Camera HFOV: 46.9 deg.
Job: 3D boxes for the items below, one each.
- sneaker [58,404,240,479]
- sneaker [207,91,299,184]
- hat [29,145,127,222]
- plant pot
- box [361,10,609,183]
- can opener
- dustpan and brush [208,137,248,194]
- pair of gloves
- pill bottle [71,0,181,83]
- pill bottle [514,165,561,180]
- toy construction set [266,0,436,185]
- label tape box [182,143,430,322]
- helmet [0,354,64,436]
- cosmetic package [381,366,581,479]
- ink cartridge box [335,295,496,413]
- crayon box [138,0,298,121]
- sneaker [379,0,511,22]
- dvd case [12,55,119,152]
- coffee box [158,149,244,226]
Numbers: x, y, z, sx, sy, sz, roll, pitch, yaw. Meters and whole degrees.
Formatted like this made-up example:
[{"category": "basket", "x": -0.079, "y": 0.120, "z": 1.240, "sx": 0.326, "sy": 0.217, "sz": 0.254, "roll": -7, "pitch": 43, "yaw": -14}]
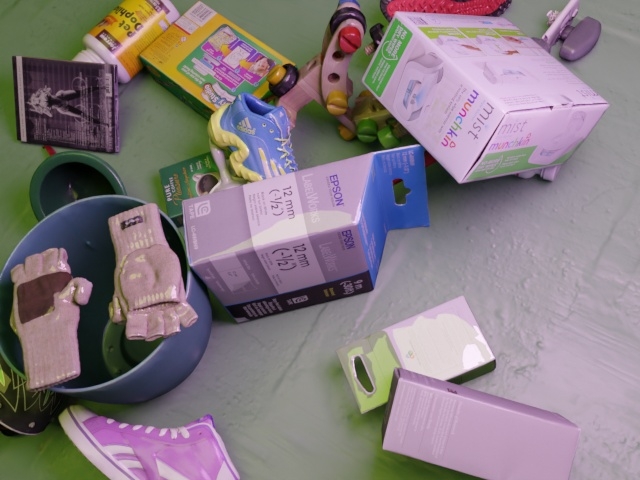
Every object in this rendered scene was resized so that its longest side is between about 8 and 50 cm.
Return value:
[{"category": "sneaker", "x": -0.245, "y": 0.303, "z": 1.102, "sx": 0.282, "sy": 0.102, "sz": 0.161, "roll": 35, "pitch": 72, "yaw": 13}, {"category": "sneaker", "x": -0.080, "y": -0.138, "z": 1.194, "sx": 0.240, "sy": 0.126, "sz": 0.091, "roll": 46, "pitch": 42, "yaw": 1}, {"category": "hat", "x": -0.425, "y": -0.101, "z": 1.370, "sx": 0.173, "sy": 0.183, "sz": 0.208, "roll": -23, "pitch": 104, "yaw": 7}, {"category": "plant pot", "x": -0.298, "y": 0.115, "z": 1.119, "sx": 0.293, "sy": 0.235, "sz": 0.292, "roll": -5, "pitch": 63, "yaw": 9}, {"category": "box", "x": 0.238, "y": -0.213, "z": 1.056, "sx": 0.262, "sy": 0.126, "sz": 0.231, "roll": -13, "pitch": 54, "yaw": -41}, {"category": "can opener", "x": 0.381, "y": -0.307, "z": 1.273, "sx": 0.093, "sy": 0.074, "sz": 0.280, "roll": 37, "pitch": 77, "yaw": 24}, {"category": "dustpan and brush", "x": -0.148, "y": -0.075, "z": 1.247, "sx": 0.147, "sy": 0.060, "sz": 0.211, "roll": -19, "pitch": 105, "yaw": -5}, {"category": "pair of gloves", "x": -0.298, "y": 0.075, "z": 0.984, "sx": 0.240, "sy": 0.042, "sz": 0.204, "roll": -26, "pitch": 59, "yaw": -4}, {"category": "pill bottle", "x": -0.380, "y": -0.391, "z": 1.446, "sx": 0.117, "sy": 0.117, "sz": 0.215, "roll": 37, "pitch": 77, "yaw": 24}, {"category": "pill bottle", "x": 0.314, "y": -0.153, "z": 1.206, "sx": 0.160, "sy": 0.087, "sz": 0.087, "roll": 21, "pitch": 71, "yaw": 20}, {"category": "toy construction set", "x": 0.044, "y": -0.212, "z": 1.239, "sx": 0.237, "sy": 0.257, "sz": 0.308, "roll": -30, "pitch": 62, "yaw": 23}, {"category": "label tape box", "x": 0.000, "y": 0.000, "z": 1.103, "sx": 0.348, "sy": 0.249, "sz": 0.115, "roll": -12, "pitch": 64, "yaw": 4}, {"category": "helmet", "x": -0.480, "y": 0.225, "z": 1.146, "sx": 0.162, "sy": 0.169, "sz": 0.169, "roll": -20, "pitch": 61, "yaw": 21}, {"category": "cosmetic package", "x": 0.204, "y": 0.251, "z": 0.976, "sx": 0.238, "sy": 0.127, "sz": 0.107, "roll": 13, "pitch": 87, "yaw": 3}, {"category": "ink cartridge box", "x": 0.141, "y": 0.176, "z": 1.096, "sx": 0.209, "sy": 0.062, "sz": 0.109, "roll": -23, "pitch": 63, "yaw": 1}, {"category": "crayon box", "x": -0.187, "y": -0.316, "z": 1.391, "sx": 0.278, "sy": 0.081, "sz": 0.165, "roll": 39, "pitch": 78, "yaw": 25}, {"category": "sneaker", "x": 0.215, "y": -0.447, "z": 1.352, "sx": 0.262, "sy": 0.104, "sz": 0.125, "roll": -12, "pitch": 47, "yaw": -21}, {"category": "dvd case", "x": -0.484, "y": -0.260, "z": 1.405, "sx": 0.221, "sy": 0.018, "sz": 0.164, "roll": 8, "pitch": 108, "yaw": 14}, {"category": "coffee box", "x": -0.188, "y": -0.104, "z": 1.311, "sx": 0.184, "sy": 0.040, "sz": 0.113, "roll": -20, "pitch": 63, "yaw": 1}]
